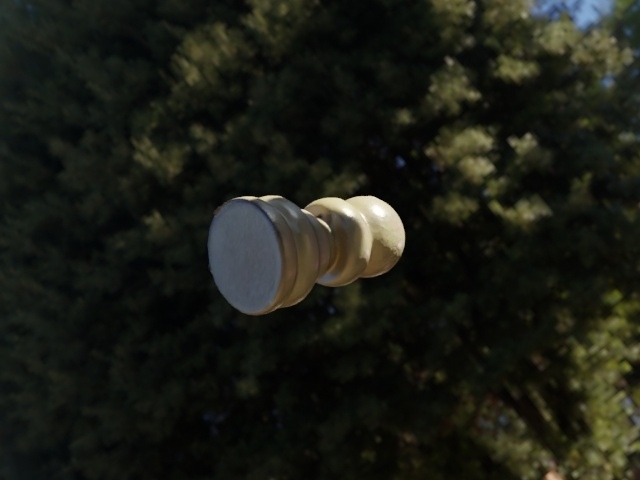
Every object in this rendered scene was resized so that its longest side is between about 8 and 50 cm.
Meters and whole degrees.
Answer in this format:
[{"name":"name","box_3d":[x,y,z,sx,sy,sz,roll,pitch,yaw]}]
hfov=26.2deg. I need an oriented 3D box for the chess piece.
[{"name":"chess piece","box_3d":[0.000,0.000,1.129,0.170,0.094,0.094,-12,-33,-42]}]
